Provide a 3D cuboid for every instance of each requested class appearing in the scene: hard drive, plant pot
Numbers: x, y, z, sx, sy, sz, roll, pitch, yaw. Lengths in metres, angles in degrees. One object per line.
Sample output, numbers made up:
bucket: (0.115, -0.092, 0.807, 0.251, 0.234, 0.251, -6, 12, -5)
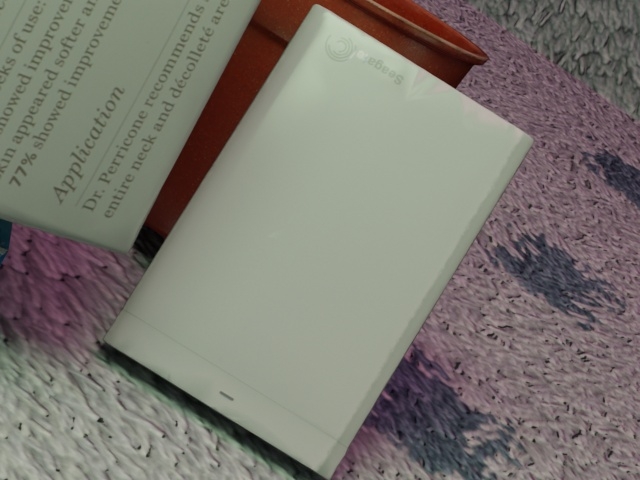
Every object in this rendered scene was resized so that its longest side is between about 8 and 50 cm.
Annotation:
hard drive: (0.000, 0.000, 1.459, 0.203, 0.307, 0.040, 32, -7, -1)
plant pot: (-0.037, -0.115, 1.643, 0.272, 0.265, 0.272, 30, 11, -6)

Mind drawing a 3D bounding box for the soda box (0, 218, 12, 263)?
soda box: (-0.277, -0.030, 1.450, 0.071, 0.067, 0.210, 25, 22, -17)

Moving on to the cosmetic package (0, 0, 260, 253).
cosmetic package: (-0.276, -0.242, 1.273, 0.393, 0.329, 0.327, 21, 14, -42)
